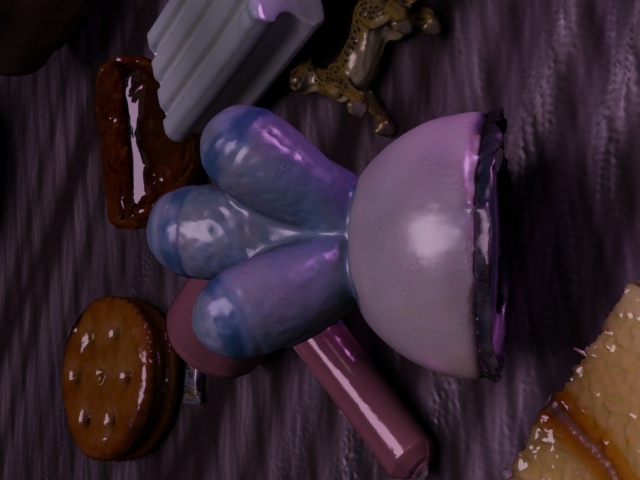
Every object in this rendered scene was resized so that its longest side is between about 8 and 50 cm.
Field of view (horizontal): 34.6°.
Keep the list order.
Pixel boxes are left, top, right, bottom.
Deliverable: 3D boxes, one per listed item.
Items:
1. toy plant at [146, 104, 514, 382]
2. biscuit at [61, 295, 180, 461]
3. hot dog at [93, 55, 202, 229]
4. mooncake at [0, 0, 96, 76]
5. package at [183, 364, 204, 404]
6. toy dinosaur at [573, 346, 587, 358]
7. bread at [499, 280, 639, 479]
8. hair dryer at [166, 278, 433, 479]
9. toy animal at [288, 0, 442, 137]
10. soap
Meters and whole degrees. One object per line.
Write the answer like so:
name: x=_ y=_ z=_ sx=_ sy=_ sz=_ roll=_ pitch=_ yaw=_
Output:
toy plant: x=0.000 y=0.000 z=0.905 sx=0.332 sy=0.247 sz=0.247 roll=1 pitch=84 yaw=16
biscuit: x=-0.266 y=0.179 z=1.331 sx=0.221 sy=0.066 sz=0.220 roll=-9 pitch=77 yaw=44
hot dog: x=-0.228 y=-0.123 z=1.315 sx=0.161 sy=0.099 sz=0.226 roll=-8 pitch=79 yaw=43
mooncake: x=-0.490 y=-0.407 z=1.433 sx=0.200 sy=0.379 sz=0.378 roll=-54 pitch=51 yaw=31
package: x=-0.151 y=0.147 z=1.260 sx=0.037 sy=0.015 sz=0.110 roll=1 pitch=83 yaw=49
toy dinosaur: x=0.255 y=0.131 z=0.859 sx=0.113 sy=0.026 sz=0.041 roll=30 pitch=98 yaw=33
bread: x=0.252 y=0.180 z=0.787 sx=0.178 sy=0.142 sz=0.266 roll=-100 pitch=31 yaw=-68
hair dryer: x=-0.011 y=0.123 z=1.069 sx=0.352 sy=0.125 sz=0.210 roll=52 pitch=120 yaw=28
toy animal: x=0.048 y=-0.210 z=1.084 sx=0.136 sy=0.073 sz=0.181 roll=48 pitch=120 yaw=45
soap: x=-0.105 y=-0.242 z=1.175 sx=0.265 sy=0.088 sz=0.159 roll=-41 pitch=58 yaw=53
